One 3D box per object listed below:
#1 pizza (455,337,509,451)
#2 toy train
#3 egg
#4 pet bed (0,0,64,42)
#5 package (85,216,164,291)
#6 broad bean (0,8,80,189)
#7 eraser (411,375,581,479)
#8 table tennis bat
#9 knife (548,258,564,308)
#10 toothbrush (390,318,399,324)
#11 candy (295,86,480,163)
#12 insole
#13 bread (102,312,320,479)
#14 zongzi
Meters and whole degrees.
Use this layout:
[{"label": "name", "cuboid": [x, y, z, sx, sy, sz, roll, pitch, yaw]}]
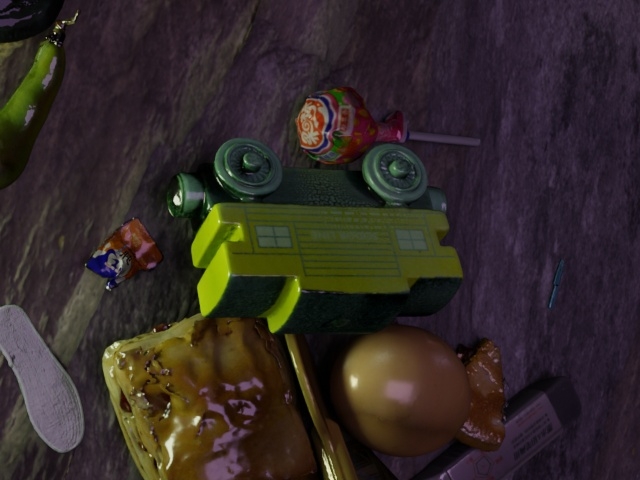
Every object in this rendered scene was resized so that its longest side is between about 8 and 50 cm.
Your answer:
[{"label": "pizza", "cuboid": [0.245, 0.242, 1.994, 0.154, 0.069, 0.193, 32, 53, -12]}, {"label": "toy train", "cuboid": [0.000, 0.000, 1.749, 0.442, 0.179, 0.272, 1, 59, -25]}, {"label": "egg", "cuboid": [0.115, 0.225, 1.825, 0.244, 0.201, 0.201, 16, 82, -55]}, {"label": "pet bed", "cuboid": [-0.437, -0.362, 1.642, 0.201, 0.053, 0.201, -1, 91, -27]}, {"label": "package", "cuboid": [-0.282, 0.025, 1.740, 0.077, 0.033, 0.111, 45, 55, 3]}, {"label": "broad bean", "cuboid": [-0.413, -0.169, 1.653, 0.067, 0.075, 0.325, 19, 76, 18]}, {"label": "eraser", "cuboid": [0.297, 0.349, 2.035, 0.352, 0.061, 0.089, -33, 104, -24]}, {"label": "table tennis bat", "cuboid": [0.000, 0.252, 1.776, 0.050, 0.198, 0.320, -18, 70, 1]}, {"label": "knife", "cuboid": [0.414, 0.076, 2.127, 0.014, 0.005, 0.091, 22, 80, -28]}, {"label": "toothbrush", "cuboid": [0.111, 0.145, 1.947, 0.041, 0.041, 0.364, -29, 104, -25]}, {"label": "candy", "cuboid": [0.121, -0.171, 1.926, 0.365, 0.124, 0.124, 1, 90, -37]}, {"label": "insole", "cuboid": [-0.393, 0.193, 1.696, 0.080, 0.003, 0.232, -30, 104, -25]}, {"label": "bread", "cuboid": [-0.136, 0.263, 1.743, 0.278, 0.167, 0.324, -19, 100, -27]}, {"label": "zongzi", "cuboid": [0.077, 0.370, 1.912, 0.221, 0.112, 0.242, 24, 46, -44]}]
